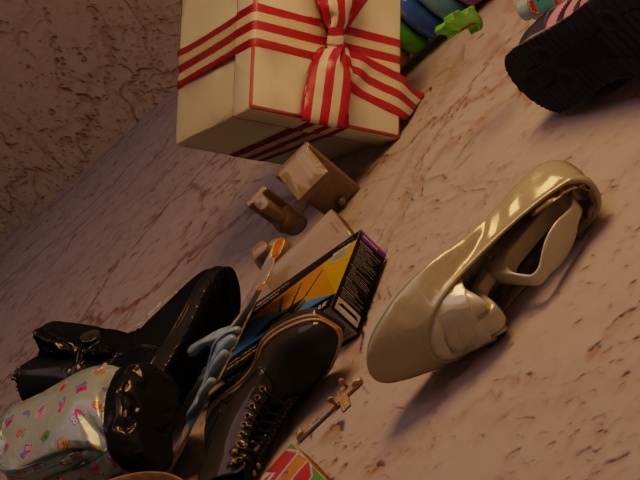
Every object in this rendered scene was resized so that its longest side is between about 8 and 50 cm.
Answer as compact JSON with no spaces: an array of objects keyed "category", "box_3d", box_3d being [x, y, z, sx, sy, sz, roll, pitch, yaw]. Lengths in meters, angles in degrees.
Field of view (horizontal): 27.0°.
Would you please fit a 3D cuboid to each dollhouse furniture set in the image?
[{"category":"dollhouse furniture set","box_3d":[0.000,0.000,1.603,0.144,0.123,0.151,-44,51,8]}]

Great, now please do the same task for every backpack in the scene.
[{"category":"backpack","box_3d":[-0.245,0.208,1.393,0.182,0.115,0.152,-25,31,22]}]

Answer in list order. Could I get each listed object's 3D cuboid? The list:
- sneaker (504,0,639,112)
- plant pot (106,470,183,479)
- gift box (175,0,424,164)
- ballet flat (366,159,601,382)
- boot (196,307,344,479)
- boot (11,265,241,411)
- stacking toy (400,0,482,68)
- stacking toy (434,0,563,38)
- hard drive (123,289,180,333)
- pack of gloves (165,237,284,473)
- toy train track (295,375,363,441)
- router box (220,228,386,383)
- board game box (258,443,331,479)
[{"category":"sneaker","box_3d":[0.294,-0.214,1.229,0.131,0.112,0.319,-48,16,-20]},{"category":"plant pot","box_3d":[-0.208,0.299,1.189,0.236,0.032,0.236,-24,24,11]},{"category":"gift box","box_3d":[-0.020,-0.245,1.764,0.258,0.276,0.255,-17,74,58]},{"category":"ballet flat","box_3d":[0.140,0.032,1.101,0.248,0.086,0.086,-47,16,-7]},{"category":"boot","box_3d":[-0.049,0.168,1.269,0.198,0.077,0.137,-52,16,33]},{"category":"boot","box_3d":[-0.229,0.110,1.588,0.207,0.094,0.246,3,37,22]},{"category":"stacking toy","box_3d":[0.108,-0.300,1.909,0.330,0.141,0.141,-48,15,19]},{"category":"stacking toy","box_3d":[0.252,-0.262,1.408,0.221,0.052,0.167,-22,1,-34]},{"category":"hard drive","box_3d":[-0.271,0.224,1.682,0.237,0.064,0.339,-39,18,24]},{"category":"pack of gloves","box_3d":[-0.122,0.123,1.426,0.232,0.046,0.195,-62,2,45]},{"category":"toy train track","box_3d":[0.005,0.155,1.244,0.083,0.014,0.048,-45,16,7]},{"category":"router box","box_3d":[-0.018,0.081,1.418,0.179,0.046,0.133,-35,20,36]},{"category":"board game box","box_3d":[-0.086,0.291,1.118,0.259,0.039,0.124,-50,15,-5]}]
